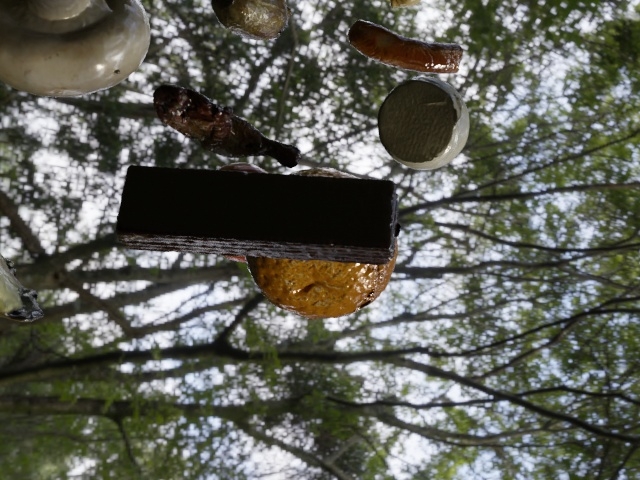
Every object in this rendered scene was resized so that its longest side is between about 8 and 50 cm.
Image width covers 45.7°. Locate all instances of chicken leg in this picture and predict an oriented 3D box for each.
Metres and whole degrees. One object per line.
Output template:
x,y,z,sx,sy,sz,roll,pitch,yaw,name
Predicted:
-0.194,-0.233,1.561,0.177,0.322,0.083,0,-115,50,chicken leg

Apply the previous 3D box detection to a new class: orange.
0.000,0.000,1.662,0.340,0.341,0.293,-47,-160,35,orange

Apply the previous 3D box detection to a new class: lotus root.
-0.153,-0.553,1.810,0.129,0.260,0.145,7,-84,32,lotus root

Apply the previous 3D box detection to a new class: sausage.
0.213,-0.463,1.857,0.076,0.302,0.102,113,-18,-46,sausage

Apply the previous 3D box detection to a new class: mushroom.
-0.417,-0.392,1.219,0.290,0.293,0.292,111,-36,-52,mushroom

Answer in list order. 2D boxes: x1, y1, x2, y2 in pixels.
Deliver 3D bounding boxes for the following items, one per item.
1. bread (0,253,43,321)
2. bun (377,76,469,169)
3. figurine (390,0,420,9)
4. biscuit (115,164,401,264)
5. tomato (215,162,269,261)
-0.463,-0.031,0.692,0.405,0.242,0.346,55,-12,-6,bread
0.197,-0.217,1.420,0.173,0.120,0.172,4,-82,27,bun
0.161,-0.621,1.783,0.108,0.196,0.114,-6,-104,55,figurine
-0.082,-0.036,1.048,0.073,0.389,0.107,87,7,-69,biscuit
-0.198,-0.071,1.939,0.224,0.256,0.255,-162,-99,-71,tomato
